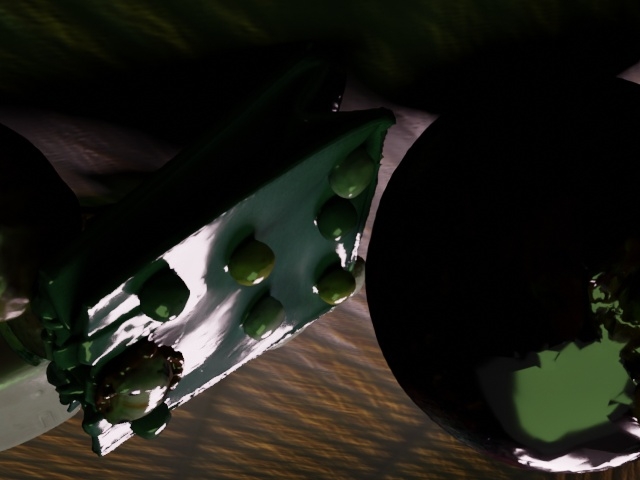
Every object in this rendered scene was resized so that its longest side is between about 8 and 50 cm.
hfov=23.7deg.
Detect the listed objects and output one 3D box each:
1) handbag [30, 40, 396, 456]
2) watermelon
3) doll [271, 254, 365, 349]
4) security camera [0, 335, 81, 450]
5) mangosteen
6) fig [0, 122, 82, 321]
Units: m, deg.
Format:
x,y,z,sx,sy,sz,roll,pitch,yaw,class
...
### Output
x,y,z,sx,sy,sz,roll,pitch,yaw,class
-0.068,0.024,1.080,0.274,0.100,0.269,-39,163,-24,handbag
-0.233,0.008,1.253,0.121,0.158,0.098,39,165,-9,watermelon
-0.054,0.067,1.485,0.214,0.072,0.103,-24,165,-6,doll
-0.239,0.118,1.534,0.301,0.080,0.157,-20,148,-10,security camera
0.193,0.037,1.122,0.306,0.306,0.359,-8,-156,-12,mangosteen
-0.240,-0.011,1.023,0.154,0.144,0.165,4,165,-14,fig
